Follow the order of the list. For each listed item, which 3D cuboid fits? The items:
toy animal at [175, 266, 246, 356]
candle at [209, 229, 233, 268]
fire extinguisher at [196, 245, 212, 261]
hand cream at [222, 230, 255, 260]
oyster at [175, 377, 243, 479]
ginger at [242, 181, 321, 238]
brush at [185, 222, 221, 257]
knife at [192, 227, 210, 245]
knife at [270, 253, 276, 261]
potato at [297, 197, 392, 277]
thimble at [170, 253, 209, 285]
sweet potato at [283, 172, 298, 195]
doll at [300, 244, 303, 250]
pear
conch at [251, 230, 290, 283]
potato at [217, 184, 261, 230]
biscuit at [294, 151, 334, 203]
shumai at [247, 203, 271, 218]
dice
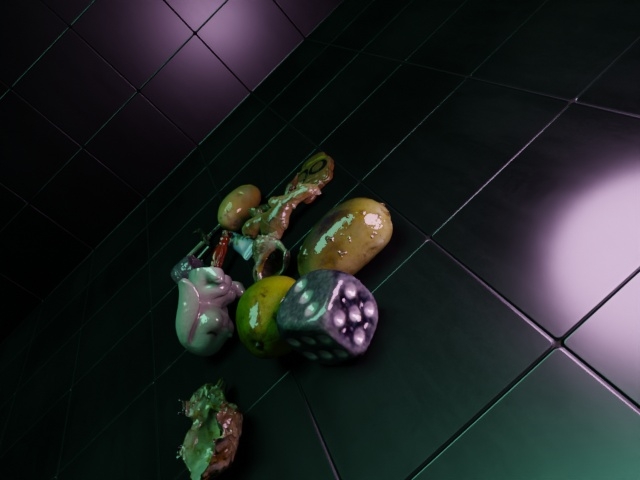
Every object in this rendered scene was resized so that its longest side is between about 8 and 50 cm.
[{"bbox_3d":[-0.367,0.241,1.765,0.206,0.271,0.264,-2,70,16],"label":"toy animal"},{"bbox_3d":[-0.401,0.108,2.067,0.051,0.048,0.329,5,63,17],"label":"candle"},{"bbox_3d":[-0.521,0.094,2.317,0.049,0.035,0.173,39,84,23],"label":"fire extinguisher"},{"bbox_3d":[-0.315,0.010,2.140,0.088,0.055,0.256,-51,36,-10],"label":"hand cream"},{"bbox_3d":[-0.291,0.482,1.422,0.197,0.133,0.337,-47,26,2],"label":"oyster"},{"bbox_3d":[-0.146,-0.099,1.984,0.334,0.081,0.148,-42,53,11],"label":"ginger"},{"bbox_3d":[-0.496,-0.013,2.418,0.299,0.039,0.042,-43,40,11],"label":"brush"},{"bbox_3d":[-0.512,-0.019,2.390,0.045,0.021,0.222,-55,34,-4],"label":"knife"},{"bbox_3d":[-0.162,0.037,1.930,0.031,0.018,0.121,-38,28,11],"label":"knife"},{"bbox_3d":[0.062,0.004,1.520,0.307,0.173,0.210,-45,31,-3],"label":"potato"},{"bbox_3d":[-0.495,0.132,2.109,0.098,0.150,0.150,-45,29,9],"label":"thimble"},{"bbox_3d":[-0.105,-0.204,2.056,0.049,0.049,0.117,2,67,54],"label":"sweet potato"},{"bbox_3d":[0.000,0.000,1.718,0.162,0.062,0.106,-51,25,-6],"label":"doll"},{"bbox_3d":[-0.127,0.205,1.477,0.212,0.212,0.269,-32,18,23],"label":"pear"},{"bbox_3d":[-0.166,0.066,1.784,0.155,0.130,0.207,-16,53,62],"label":"conch"},{"bbox_3d":[-0.337,-0.143,2.277,0.150,0.146,0.233,14,59,24],"label":"potato"},{"bbox_3d":[-0.039,-0.241,2.097,0.209,0.041,0.290,-31,32,27],"label":"biscuit"},{"bbox_3d":[-0.199,-0.104,2.090,0.123,0.105,0.139,-44,54,-3],"label":"shumai"},{"bbox_3d":[0.018,0.187,1.335,0.182,0.181,0.183,-14,40,44],"label":"dice"}]
